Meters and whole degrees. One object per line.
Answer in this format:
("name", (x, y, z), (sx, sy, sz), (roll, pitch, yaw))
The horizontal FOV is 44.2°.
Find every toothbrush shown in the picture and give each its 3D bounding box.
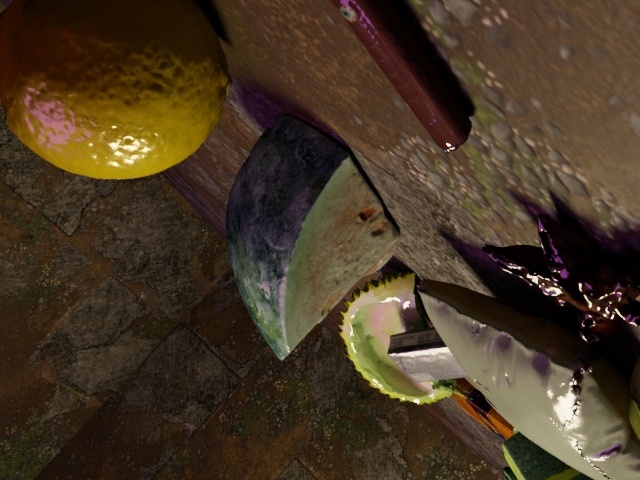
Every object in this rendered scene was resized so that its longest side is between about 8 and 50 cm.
("toothbrush", (0.012, -0.200, 0.571), (0.364, 0.041, 0.041), (48, 170, -32))

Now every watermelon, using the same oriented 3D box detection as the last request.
("watermelon", (0.000, 0.000, 1.171), (0.228, 0.258, 0.388), (54, 139, 45))

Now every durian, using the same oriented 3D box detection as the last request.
("durian", (0.141, 0.183, 1.429), (0.169, 0.158, 0.352), (32, 155, 47))

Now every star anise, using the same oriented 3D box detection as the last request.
("star anise", (0.226, 0.035, 0.711), (0.157, 0.053, 0.212), (40, 173, 9))

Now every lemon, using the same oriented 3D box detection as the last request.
("lemon", (-0.256, -0.208, 0.969), (0.293, 0.293, 0.293), (41, 171, 8))

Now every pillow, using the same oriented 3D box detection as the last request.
("pillow", (0.281, 0.182, 0.959), (0.312, 0.119, 0.310), (48, 168, -27))

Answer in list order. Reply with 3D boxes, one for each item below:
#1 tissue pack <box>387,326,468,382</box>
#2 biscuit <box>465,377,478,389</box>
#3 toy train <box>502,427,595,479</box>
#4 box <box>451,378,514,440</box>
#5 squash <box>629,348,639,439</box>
("tissue pack", (0.206, 0.190, 1.313), (0.156, 0.051, 0.112), (-13, 138, 31))
("biscuit", (0.319, 0.265, 1.470), (0.121, 0.041, 0.199), (46, 172, -26))
("toy train", (0.429, 0.452, 1.201), (0.442, 0.179, 0.272), (60, 180, 29))
("box", (0.359, 0.348, 1.604), (0.237, 0.070, 0.152), (30, 164, 50))
("squash", (0.334, 0.156, 0.728), (0.095, 0.095, 0.188), (38, 174, 30))
